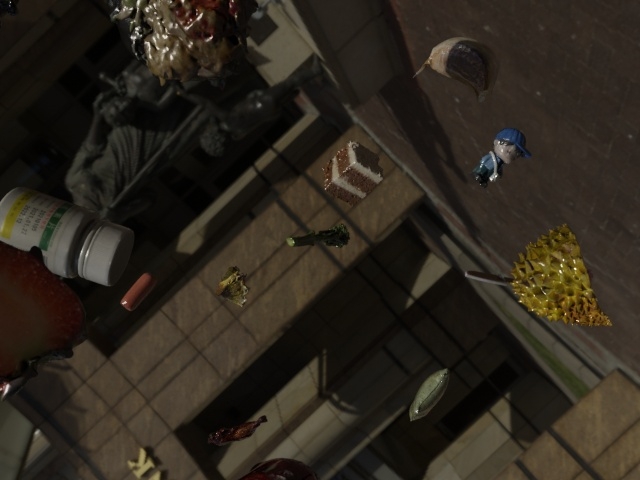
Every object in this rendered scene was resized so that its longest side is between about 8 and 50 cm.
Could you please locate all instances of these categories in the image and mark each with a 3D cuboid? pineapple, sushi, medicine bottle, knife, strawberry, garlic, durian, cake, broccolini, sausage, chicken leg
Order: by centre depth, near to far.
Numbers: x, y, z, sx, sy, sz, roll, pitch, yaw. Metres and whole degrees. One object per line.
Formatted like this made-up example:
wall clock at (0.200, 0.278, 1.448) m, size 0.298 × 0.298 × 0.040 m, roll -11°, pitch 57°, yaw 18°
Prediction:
sushi at (-0.200, -0.346, 0.859) m, size 0.219 × 0.225 × 0.238 m, roll -125°, pitch 19°, yaw -60°
durian at (0.408, 0.057, 0.975) m, size 0.132 × 0.182 × 0.165 m, roll 21°, pitch 159°, yaw -18°
strawberry at (-0.584, 0.113, 1.036) m, size 0.138 × 0.233 × 0.306 m, roll -21°, pitch 104°, yaw 45°
broccolini at (-0.001, 0.002, 1.336) m, size 0.216 × 0.067 × 0.058 m, roll -13°, pitch -102°, yaw -58°
garlic at (0.327, -0.418, 1.359) m, size 0.198 × 0.128 × 0.090 m, roll 26°, pitch -156°, yaw 20°
knife at (0.461, 0.099, 1.473) m, size 0.256 × 0.022 × 0.046 m, roll 11°, pitch -155°, yaw -32°
medicine bottle at (-0.729, -0.005, 1.636) m, size 0.340 × 0.208 × 0.208 m, roll 19°, pitch -176°, yaw -4°
cake at (0.098, -0.209, 1.740) m, size 0.134 × 0.147 × 0.135 m, roll 25°, pitch -142°, yaw -24°
pineapple at (-0.282, 0.158, 1.840) m, size 0.069 × 0.116 × 0.137 m, roll 20°, pitch 125°, yaw 57°
chicken leg at (-0.266, 0.623, 1.861) m, size 0.089 × 0.219 × 0.048 m, roll 63°, pitch -170°, yaw -60°
sausage at (-0.662, 0.185, 2.091) m, size 0.062 × 0.154 × 0.062 m, roll 31°, pitch 158°, yaw 14°

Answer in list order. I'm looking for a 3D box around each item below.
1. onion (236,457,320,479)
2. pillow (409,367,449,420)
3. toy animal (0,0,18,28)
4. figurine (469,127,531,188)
onion at (-0.070, 0.828, 1.618) m, size 0.420 × 0.398 × 0.398 m, roll 4°, pitch 159°, yaw 28°
pillow at (0.371, 0.536, 1.972) m, size 0.075 × 0.185 × 0.302 m, roll 37°, pitch 166°, yaw 18°
toy animal at (-0.666, -0.464, 1.154) m, size 0.220 × 0.108 × 0.062 m, roll -101°, pitch 18°, yaw -44°
figurine at (0.382, -0.180, 1.230) m, size 0.077 × 0.136 × 0.079 m, roll 35°, pitch -155°, yaw -37°
